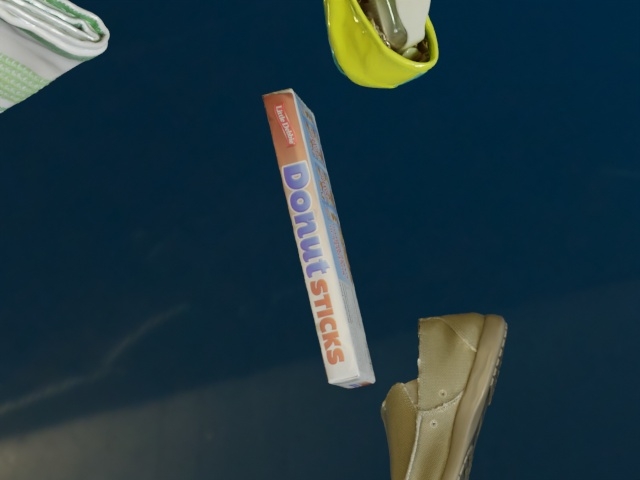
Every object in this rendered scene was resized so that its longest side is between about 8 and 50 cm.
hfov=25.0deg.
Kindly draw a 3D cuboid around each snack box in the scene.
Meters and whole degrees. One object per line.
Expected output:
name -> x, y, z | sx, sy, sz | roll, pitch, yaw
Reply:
snack box -> 0.000, 0.000, 0.877 | 0.022, 0.064, 0.178 | -15, -101, 9

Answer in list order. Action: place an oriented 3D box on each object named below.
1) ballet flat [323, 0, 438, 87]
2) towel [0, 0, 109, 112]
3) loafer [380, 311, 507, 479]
ballet flat -> 0.023, -0.202, 0.881 | 0.077, 0.231, 0.077 | -30, -157, -31
towel -> -0.175, -0.077, 0.604 | 0.152, 0.113, 0.023 | -24, -129, 42
loafer -> 0.094, 0.180, 1.303 | 0.092, 0.102, 0.268 | 15, -121, 14
